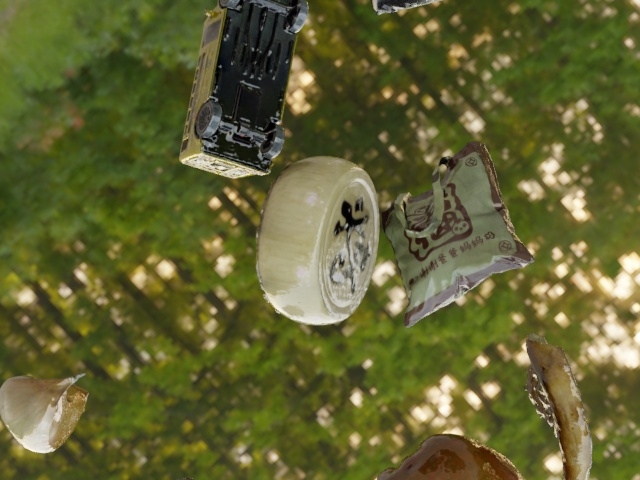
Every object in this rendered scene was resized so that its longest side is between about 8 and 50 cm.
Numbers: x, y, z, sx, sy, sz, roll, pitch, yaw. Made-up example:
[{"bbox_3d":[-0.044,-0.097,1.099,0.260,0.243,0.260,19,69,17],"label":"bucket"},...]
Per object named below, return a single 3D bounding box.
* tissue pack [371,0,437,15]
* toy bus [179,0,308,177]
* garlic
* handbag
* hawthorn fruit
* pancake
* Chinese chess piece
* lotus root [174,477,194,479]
[{"bbox_3d":[0.118,-0.540,1.693,0.264,0.416,0.253,-8,-146,39],"label":"tissue pack"},{"bbox_3d":[-0.133,-0.275,2.118,0.151,0.145,0.331,-12,-115,60],"label":"toy bus"},{"bbox_3d":[-0.412,0.253,1.903,0.206,0.128,0.115,128,-32,-76],"label":"garlic"},{"bbox_3d":[0.187,-0.008,1.900,0.213,0.127,0.235,-35,-133,22],"label":"handbag"},{"bbox_3d":[0.219,0.455,1.982,0.277,0.298,0.277,-27,144,-22],"label":"hawthorn fruit"},{"bbox_3d":[0.374,0.263,2.051,0.056,0.257,0.212,-16,141,-11],"label":"pancake"},{"bbox_3d":[0.000,0.000,1.960,0.104,0.257,0.257,7,-146,25],"label":"Chinese chess piece"},{"bbox_3d":[-0.212,0.528,2.228,0.179,0.196,0.397,-49,-162,1],"label":"lotus root"}]
